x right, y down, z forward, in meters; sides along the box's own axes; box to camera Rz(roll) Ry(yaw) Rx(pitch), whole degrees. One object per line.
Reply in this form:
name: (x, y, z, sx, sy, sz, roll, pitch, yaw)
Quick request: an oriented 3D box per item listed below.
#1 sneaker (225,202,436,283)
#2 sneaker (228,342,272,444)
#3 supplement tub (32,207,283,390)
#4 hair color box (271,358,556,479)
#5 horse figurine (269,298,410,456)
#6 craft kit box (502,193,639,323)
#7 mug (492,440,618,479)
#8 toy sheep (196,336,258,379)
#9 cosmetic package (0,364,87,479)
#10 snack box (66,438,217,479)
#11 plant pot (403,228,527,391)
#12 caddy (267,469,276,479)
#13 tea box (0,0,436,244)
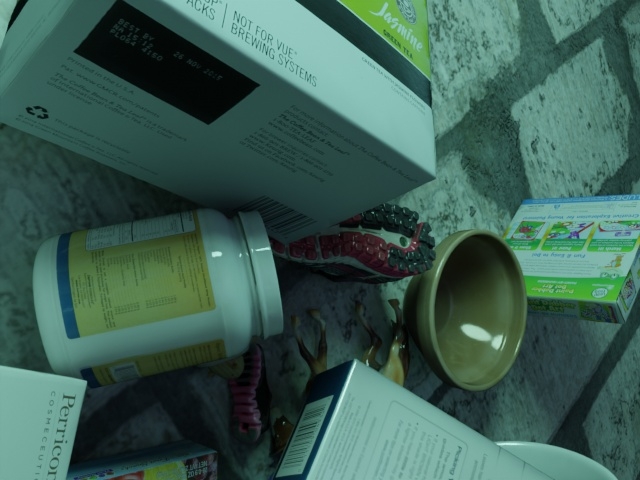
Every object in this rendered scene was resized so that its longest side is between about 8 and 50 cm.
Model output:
sneaker: (0.000, 0.000, 0.793, 0.299, 0.112, 0.121, 19, 60, -26)
sneaker: (-0.079, 0.181, 0.762, 0.057, 0.047, 0.119, 3, 89, -61)
supplement tub: (-0.145, 0.049, 0.588, 0.200, 0.144, 0.144, -11, 97, -11)
hair color box: (0.125, 0.293, 0.680, 0.347, 0.105, 0.174, 33, 59, -10)
horse figurine: (0.043, 0.174, 0.849, 0.263, 0.066, 0.174, -5, 86, -39)
craft kit box: (0.415, 0.023, 1.057, 0.246, 0.250, 0.061, -49, 121, -31)
mug: (0.318, 0.503, 0.972, 0.374, 0.276, 0.328, -23, 109, -69)
toy sheep: (-0.117, 0.092, 0.699, 0.091, 0.091, 0.132, -21, 89, -40)
cosmetic package: (-0.325, 0.142, 0.337, 0.365, 0.155, 0.197, 36, 56, -61)
snack box: (-0.193, 0.325, 0.633, 0.174, 0.070, 0.207, 0, 90, -42)
plant pot: (0.204, 0.103, 0.960, 0.237, 0.110, 0.237, 2, 87, -41)
caddy: (0.029, 0.395, 0.755, 0.341, 0.179, 0.241, -44, 118, -33)
tea box: (-0.077, -0.219, 0.599, 0.329, 0.220, 0.323, 26, 56, -37)
